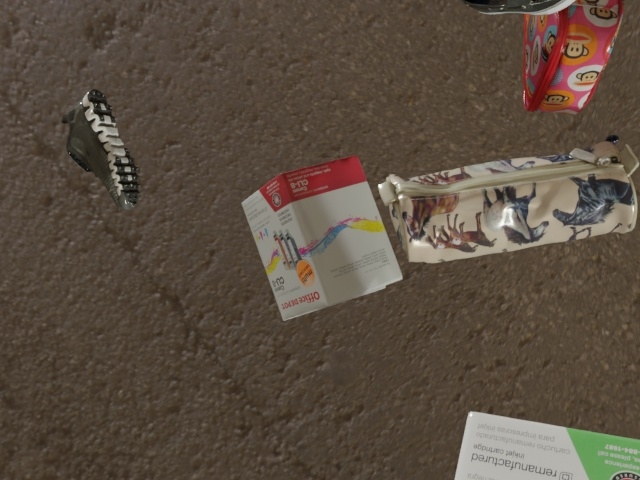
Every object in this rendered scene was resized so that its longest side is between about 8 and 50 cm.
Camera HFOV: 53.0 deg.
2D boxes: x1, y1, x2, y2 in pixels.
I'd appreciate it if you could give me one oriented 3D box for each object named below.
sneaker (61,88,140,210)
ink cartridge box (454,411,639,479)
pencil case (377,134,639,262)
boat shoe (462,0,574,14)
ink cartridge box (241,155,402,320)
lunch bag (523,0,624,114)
[{"bbox_3d":[-0.417,-0.157,1.208,0.106,0.078,0.234,-22,88,16],"label":"sneaker"},{"bbox_3d":[0.223,0.332,0.597,0.211,0.121,0.289,2,57,31],"label":"ink cartridge box"},{"bbox_3d":[0.311,-0.067,1.092,0.411,0.183,0.159,-9,47,7],"label":"pencil case"},{"bbox_3d":[0.214,-0.269,0.696,0.142,0.040,0.049,15,106,53],"label":"boat shoe"},{"bbox_3d":[0.000,0.000,0.851,0.128,0.127,0.176,-27,83,56],"label":"ink cartridge box"},{"bbox_3d":[0.417,-0.370,1.102,0.120,0.258,0.293,5,67,7],"label":"lunch bag"}]
